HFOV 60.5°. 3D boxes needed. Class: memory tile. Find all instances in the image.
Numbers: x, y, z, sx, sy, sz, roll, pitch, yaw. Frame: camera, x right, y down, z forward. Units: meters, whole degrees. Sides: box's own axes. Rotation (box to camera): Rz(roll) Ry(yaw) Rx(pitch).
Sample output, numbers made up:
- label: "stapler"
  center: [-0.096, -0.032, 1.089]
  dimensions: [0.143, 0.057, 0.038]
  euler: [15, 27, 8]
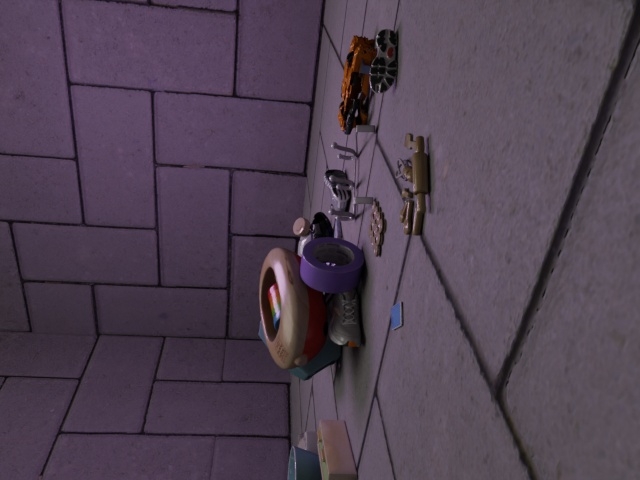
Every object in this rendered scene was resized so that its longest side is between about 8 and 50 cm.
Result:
- label: "memory tile"
  center: [0.152, -0.033, 1.484]
  dimensions: [0.148, 0.012, 0.113]
  euler: [-98, 13, -61]

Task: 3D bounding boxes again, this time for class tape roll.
- label: "tape roll"
  center: [0.034, 0.073, 1.664]
  dimensions: [0.189, 0.189, 0.080]
  euler: [-97, 12, -56]

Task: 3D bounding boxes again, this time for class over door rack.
- label: "over door rack"
  center: [0.087, -0.202, 1.711]
  dimensions: [0.324, 0.108, 0.239]
  euler: [135, 137, -80]

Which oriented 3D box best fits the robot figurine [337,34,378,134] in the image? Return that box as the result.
- label: "robot figurine"
  center: [0.113, -0.477, 1.725]
  dimensions: [0.211, 0.085, 0.291]
  euler: [-96, 12, -55]

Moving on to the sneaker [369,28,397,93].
- label: "sneaker"
  center: [0.169, -0.455, 1.415]
  dimensions: [0.071, 0.068, 0.169]
  euler: [51, -131, -77]

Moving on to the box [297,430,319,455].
- label: "box"
  center: [-0.022, 0.795, 2.123]
  dimensions: [0.275, 0.113, 0.094]
  euler: [112, 161, -66]

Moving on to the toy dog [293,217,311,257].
- label: "toy dog"
  center: [-0.033, 0.062, 2.399]
  dimensions: [0.161, 0.220, 0.333]
  euler: [-4, 89, 51]

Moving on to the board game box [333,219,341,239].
- label: "board game box"
  center: [0.066, -0.019, 2.158]
  dimensions: [0.090, 0.020, 0.090]
  euler: [-93, 8, -46]

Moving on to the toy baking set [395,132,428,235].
- label: "toy baking set"
  center: [0.186, -0.128, 1.159]
  dimensions: [0.197, 0.030, 0.256]
  euler: [122, 151, -76]

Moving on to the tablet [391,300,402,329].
- label: "tablet"
  center: [0.172, 0.170, 1.237]
  dimensions: [0.083, 0.006, 0.054]
  euler: [112, 160, -72]

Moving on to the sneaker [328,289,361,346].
- label: "sneaker"
  center: [0.076, 0.214, 1.662]
  dimensions: [0.262, 0.099, 0.121]
  euler: [-102, 21, -62]

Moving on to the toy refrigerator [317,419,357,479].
- label: "toy refrigerator"
  center: [0.043, 0.675, 1.696]
  dimensions: [0.269, 0.094, 0.102]
  euler: [-108, 22, -73]

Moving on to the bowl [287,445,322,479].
- label: "bowl"
  center: [-0.022, 0.860, 1.855]
  dimensions: [0.311, 0.163, 0.311]
  euler: [-177, 90, -84]

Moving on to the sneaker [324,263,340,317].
- label: "sneaker"
  center: [0.045, 0.145, 1.909]
  dimensions: [0.163, 0.086, 0.226]
  euler: [-113, 35, -51]

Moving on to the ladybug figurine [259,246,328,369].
- label: "ladybug figurine"
  center: [-0.085, 0.216, 1.771]
  dimensions: [0.449, 0.162, 0.305]
  euler: [-106, 30, -43]

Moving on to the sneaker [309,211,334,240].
- label: "sneaker"
  center: [-0.001, 0.000, 2.207]
  dimensions: [0.293, 0.102, 0.146]
  euler: [-94, -8, -45]

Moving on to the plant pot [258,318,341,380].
- label: "plant pot"
  center: [-0.055, 0.365, 2.018]
  dimensions: [0.252, 0.247, 0.248]
  euler: [56, 161, 14]

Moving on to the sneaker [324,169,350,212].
- label: "sneaker"
  center: [0.056, -0.168, 2.062]
  dimensions: [0.228, 0.086, 0.132]
  euler: [-98, 11, -56]
